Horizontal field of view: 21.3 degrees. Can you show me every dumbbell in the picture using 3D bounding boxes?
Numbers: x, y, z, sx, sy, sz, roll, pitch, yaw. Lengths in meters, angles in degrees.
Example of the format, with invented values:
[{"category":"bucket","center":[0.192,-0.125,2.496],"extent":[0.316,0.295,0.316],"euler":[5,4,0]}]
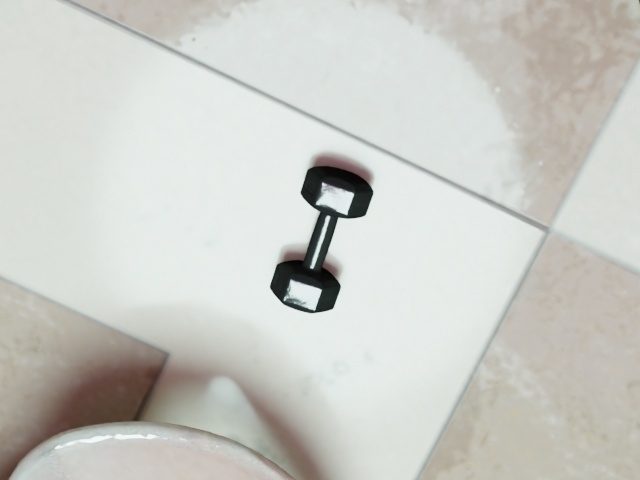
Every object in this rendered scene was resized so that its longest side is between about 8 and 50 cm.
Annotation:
[{"category":"dumbbell","center":[0.000,0.000,0.966],"extent":[0.036,0.040,0.083],"euler":[27,107,28]}]

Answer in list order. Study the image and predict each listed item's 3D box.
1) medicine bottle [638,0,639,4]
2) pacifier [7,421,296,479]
[{"category":"medicine bottle","center":[0.222,-0.135,0.836],"extent":[0.132,0.188,0.088],"euler":[-17,104,7]},{"category":"pacifier","center":[-0.140,0.241,0.953],"extent":[0.332,0.273,0.220],"euler":[-33,80,10]}]
